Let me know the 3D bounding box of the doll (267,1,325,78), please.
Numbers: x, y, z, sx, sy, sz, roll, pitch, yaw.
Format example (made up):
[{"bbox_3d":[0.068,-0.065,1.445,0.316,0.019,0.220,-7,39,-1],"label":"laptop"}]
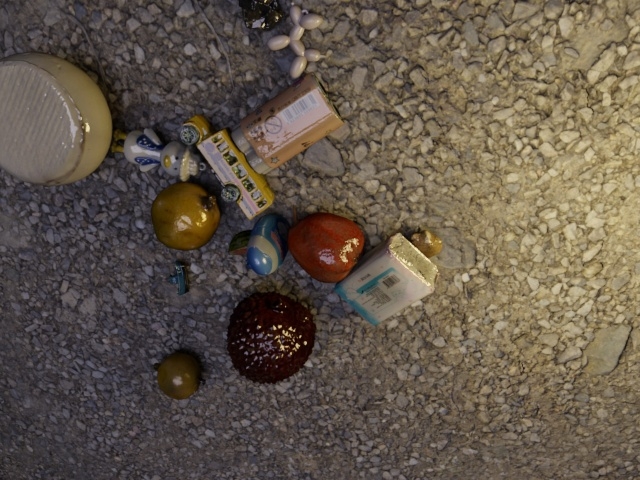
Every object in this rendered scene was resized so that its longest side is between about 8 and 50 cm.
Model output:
[{"bbox_3d":[-0.057,-0.538,1.281,0.160,0.059,0.161,-33,105,21],"label":"doll"}]

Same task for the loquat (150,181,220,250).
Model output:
[{"bbox_3d":[-0.397,-0.078,1.466,0.246,0.213,0.213,-23,110,35],"label":"loquat"}]

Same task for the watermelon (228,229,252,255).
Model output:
[{"bbox_3d":[-0.240,0.001,1.573,0.163,0.087,0.068,-11,75,12],"label":"watermelon"}]

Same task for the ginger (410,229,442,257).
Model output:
[{"bbox_3d":[0.326,0.035,1.482,0.096,0.067,0.165,-3,129,5],"label":"ginger"}]

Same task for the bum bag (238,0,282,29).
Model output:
[{"bbox_3d":[-0.183,-0.666,1.238,0.102,0.069,0.248,-15,103,24],"label":"bum bag"}]

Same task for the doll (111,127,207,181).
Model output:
[{"bbox_3d":[-0.483,-0.260,1.449,0.293,0.119,0.138,17,107,1],"label":"doll"}]

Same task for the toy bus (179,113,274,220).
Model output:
[{"bbox_3d":[-0.271,-0.226,1.430,0.123,0.121,0.335,-30,107,11],"label":"toy bus"}]

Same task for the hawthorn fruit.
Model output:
[{"bbox_3d":[0.000,0.000,1.453,0.262,0.210,0.210,39,116,10],"label":"hawthorn fruit"}]

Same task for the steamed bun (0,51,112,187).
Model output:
[{"bbox_3d":[-0.772,-0.348,1.388,0.375,0.241,0.374,5,114,12],"label":"steamed bun"}]

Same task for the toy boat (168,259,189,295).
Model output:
[{"bbox_3d":[-0.491,0.133,1.664,0.061,0.060,0.137,-6,121,-9],"label":"toy boat"}]

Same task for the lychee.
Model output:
[{"bbox_3d":[-0.164,0.314,1.563,0.306,0.306,0.330,22,119,-1],"label":"lychee"}]

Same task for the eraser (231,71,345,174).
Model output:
[{"bbox_3d":[-0.098,-0.326,1.369,0.291,0.087,0.171,-30,105,18],"label":"eraser"}]

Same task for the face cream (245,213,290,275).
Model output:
[{"bbox_3d":[-0.157,0.013,1.438,0.083,0.264,0.149,-21,110,18],"label":"face cream"}]

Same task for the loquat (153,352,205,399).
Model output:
[{"bbox_3d":[-0.532,0.502,1.795,0.205,0.149,0.172,18,121,13],"label":"loquat"}]

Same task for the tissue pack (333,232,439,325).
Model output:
[{"bbox_3d":[0.198,0.122,1.478,0.201,0.124,0.271,39,132,-13],"label":"tissue pack"}]
